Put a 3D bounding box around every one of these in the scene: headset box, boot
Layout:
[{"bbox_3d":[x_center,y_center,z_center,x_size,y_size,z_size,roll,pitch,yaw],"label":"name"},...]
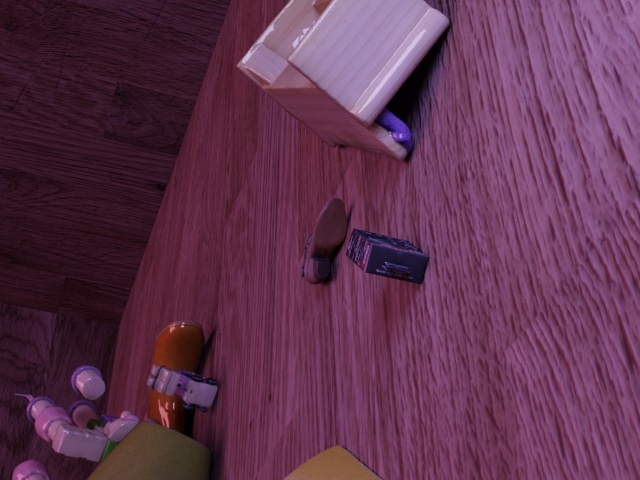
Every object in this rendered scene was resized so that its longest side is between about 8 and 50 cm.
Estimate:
[{"bbox_3d":[0.067,0.016,0.992,0.083,0.062,0.032,-134,57,-71],"label":"headset box"},{"bbox_3d":[0.000,0.000,1.288,0.087,0.042,0.119,-153,77,-77],"label":"boot"},{"bbox_3d":[-0.293,0.319,2.000,0.295,0.104,0.211,115,155,-47],"label":"boot"}]

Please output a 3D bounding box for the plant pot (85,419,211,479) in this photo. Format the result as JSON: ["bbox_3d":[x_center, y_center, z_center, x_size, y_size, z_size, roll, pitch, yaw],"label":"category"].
[{"bbox_3d":[-0.307,0.464,1.657,0.294,0.274,0.275,-67,11,-20],"label":"plant pot"}]

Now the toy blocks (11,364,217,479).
[{"bbox_3d":[-0.404,0.343,1.855,0.260,0.288,0.309,23,93,58],"label":"toy blocks"}]

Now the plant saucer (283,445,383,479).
[{"bbox_3d":[-0.009,0.385,0.934,0.332,0.080,0.333,-174,97,-75],"label":"plant saucer"}]

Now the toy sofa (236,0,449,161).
[{"bbox_3d":[0.033,-0.218,1.208,0.150,0.177,0.362,-52,16,-2],"label":"toy sofa"}]
